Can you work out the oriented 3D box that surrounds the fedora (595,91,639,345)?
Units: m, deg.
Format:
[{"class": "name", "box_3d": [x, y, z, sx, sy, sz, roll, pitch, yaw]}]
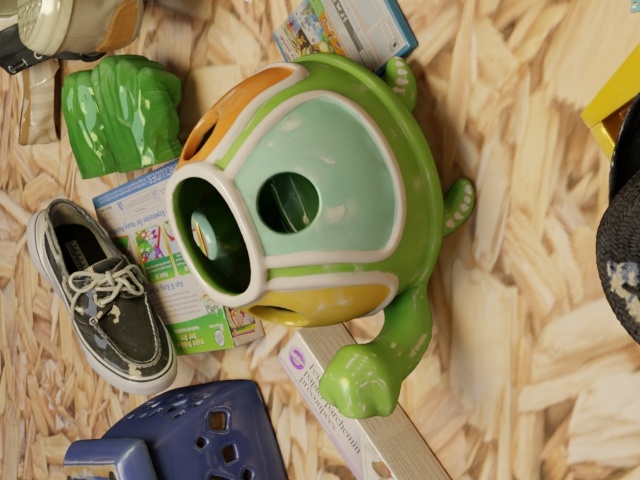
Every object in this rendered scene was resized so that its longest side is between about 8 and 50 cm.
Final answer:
[{"class": "fedora", "box_3d": [0.293, 0.013, 0.596, 0.334, 0.152, 0.334, 28, 130, 41]}]

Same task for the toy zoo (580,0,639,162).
[{"class": "toy zoo", "box_3d": [0.307, -0.056, 0.697, 0.293, 0.030, 0.192, 60, 143, 9]}]

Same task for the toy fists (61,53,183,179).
[{"class": "toy fists", "box_3d": [-0.259, -0.164, 1.279, 0.279, 0.096, 0.142, 1, 110, 59]}]

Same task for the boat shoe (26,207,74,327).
[{"class": "boat shoe", "box_3d": [-0.353, 0.066, 1.485, 0.088, 0.096, 0.268, -28, 83, 46]}]

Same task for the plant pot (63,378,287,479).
[{"class": "plant pot", "box_3d": [-0.195, 0.332, 1.308, 0.236, 0.212, 0.236, -16, 92, 52]}]

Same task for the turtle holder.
[{"class": "turtle holder", "box_3d": [-0.014, -0.009, 0.948, 0.243, 0.227, 0.320, 15, 120, 42]}]

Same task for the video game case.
[{"class": "video game case", "box_3d": [0.020, -0.206, 1.007, 0.166, 0.015, 0.119, -36, 77, 49]}]

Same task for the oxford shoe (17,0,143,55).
[{"class": "oxford shoe", "box_3d": [-0.283, -0.380, 1.163, 0.169, 0.130, 0.449, -53, 39, 43]}]

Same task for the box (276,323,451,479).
[{"class": "box", "box_3d": [0.071, 0.232, 1.076, 0.324, 0.067, 0.063, 54, 137, 20]}]

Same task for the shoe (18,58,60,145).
[{"class": "shoe", "box_3d": [-0.418, -0.245, 1.479, 0.076, 0.058, 0.219, -110, 28, -60]}]

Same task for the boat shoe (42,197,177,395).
[{"class": "boat shoe", "box_3d": [-0.283, 0.066, 1.306, 0.306, 0.113, 0.105, 57, 154, 31]}]

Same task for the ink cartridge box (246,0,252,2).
[{"class": "ink cartridge box", "box_3d": [-0.089, -0.298, 1.088, 0.083, 0.028, 0.048, 35, 128, 37]}]

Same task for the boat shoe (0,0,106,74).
[{"class": "boat shoe", "box_3d": [-0.332, -0.286, 1.307, 0.340, 0.127, 0.113, -11, 132, 29]}]

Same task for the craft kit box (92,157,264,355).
[{"class": "craft kit box", "box_3d": [-0.197, 0.031, 1.322, 0.250, 0.061, 0.247, -14, 91, 51]}]
